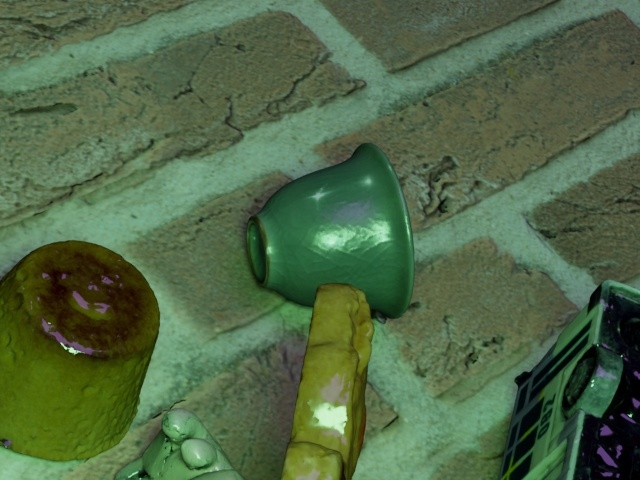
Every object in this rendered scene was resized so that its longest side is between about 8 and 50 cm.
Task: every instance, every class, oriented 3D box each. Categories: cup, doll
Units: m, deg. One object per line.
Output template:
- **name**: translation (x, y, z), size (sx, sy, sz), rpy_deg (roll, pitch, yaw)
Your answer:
- **cup**: translation (0.000, 0.000, 2.183), size (0.150, 0.199, 0.199), rpy_deg (-9, 55, -17)
- **doll**: translation (-0.117, 0.253, 1.893), size (0.095, 0.149, 0.192), rpy_deg (10, 37, -40)

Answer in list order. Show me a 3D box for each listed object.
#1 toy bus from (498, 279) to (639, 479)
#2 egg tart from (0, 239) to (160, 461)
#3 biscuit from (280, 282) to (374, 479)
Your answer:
- **toy bus**: translation (0.296, 0.284, 2.031), size (0.209, 0.249, 0.440), rpy_deg (26, 48, -9)
- **egg tart**: translation (-0.250, 0.100, 1.933), size (0.202, 0.147, 0.203), rpy_deg (16, 47, -18)
- **biscuit**: translation (-0.009, 0.240, 1.803), size (0.078, 0.350, 0.455), rpy_deg (13, 35, -1)
